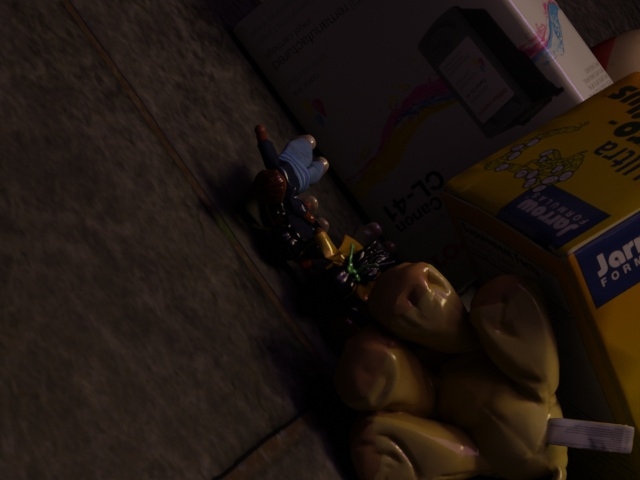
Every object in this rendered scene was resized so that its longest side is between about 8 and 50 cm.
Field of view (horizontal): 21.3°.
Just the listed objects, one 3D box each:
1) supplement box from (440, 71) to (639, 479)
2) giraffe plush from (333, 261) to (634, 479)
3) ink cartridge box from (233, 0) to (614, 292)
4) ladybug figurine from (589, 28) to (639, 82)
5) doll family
[{"bbox_3d":[0.273,0.081,1.318,0.194,0.195,0.356,37,-25,61],"label":"supplement box"},{"bbox_3d":[0.115,0.109,1.256,0.210,0.181,0.170,24,1,-1],"label":"giraffe plush"},{"bbox_3d":[0.108,-0.133,1.474,0.306,0.226,0.131,54,24,3],"label":"ink cartridge box"},{"bbox_3d":[0.286,-0.048,1.696,0.449,0.162,0.305,-64,150,-66],"label":"ladybug figurine"},{"bbox_3d":[0.000,0.000,1.291,0.193,0.076,0.111,48,28,0],"label":"doll family"}]
